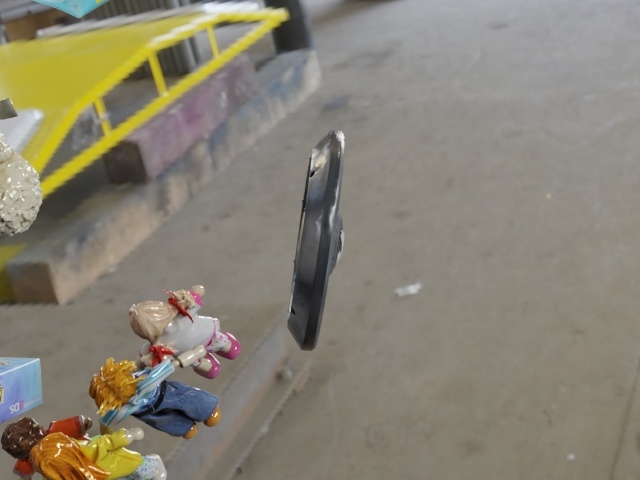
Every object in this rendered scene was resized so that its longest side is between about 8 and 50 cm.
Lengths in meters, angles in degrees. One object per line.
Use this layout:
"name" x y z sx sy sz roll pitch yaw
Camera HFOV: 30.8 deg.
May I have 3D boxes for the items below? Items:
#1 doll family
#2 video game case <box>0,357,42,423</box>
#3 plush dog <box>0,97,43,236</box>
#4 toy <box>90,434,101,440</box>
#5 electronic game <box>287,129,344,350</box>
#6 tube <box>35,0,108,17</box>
"doll family" -0.177 0.165 1.073 0.263 0.163 0.118 -44 56 7
"video game case" -0.474 0.175 1.260 0.244 0.061 0.269 1 5 13
"plush dog" -0.483 -0.071 1.355 0.262 0.210 0.225 18 53 5
"toy" -0.260 0.354 1.566 0.056 0.237 0.137 -26 37 -16
"electronic game" 0.000 0.000 1.197 0.048 0.229 0.229 8 24 -3
"tube" -0.323 -0.380 1.716 0.080 0.052 0.207 20 42 24
